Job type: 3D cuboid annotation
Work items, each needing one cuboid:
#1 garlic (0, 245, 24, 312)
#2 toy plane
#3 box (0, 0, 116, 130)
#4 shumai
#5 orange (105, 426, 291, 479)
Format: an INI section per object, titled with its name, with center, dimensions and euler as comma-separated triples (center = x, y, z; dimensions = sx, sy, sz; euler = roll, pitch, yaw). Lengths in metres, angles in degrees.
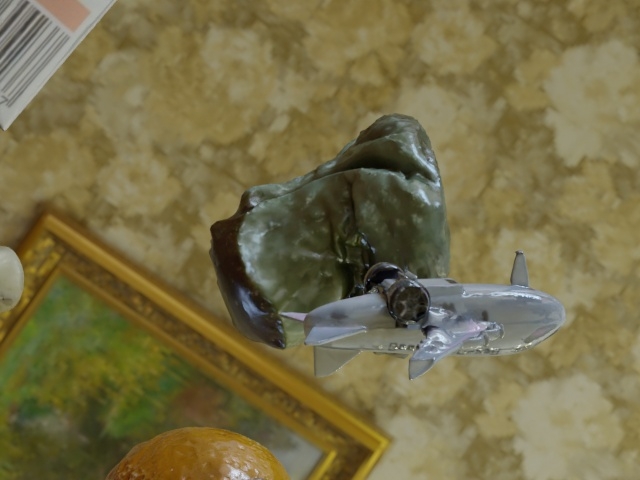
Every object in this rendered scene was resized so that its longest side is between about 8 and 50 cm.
[garlic]
center = -0.206, 0.023, 0.782
dimensions = 0.083, 0.053, 0.041
euler = 110, -20, -82
[toy plane]
center = 0.067, 0.046, 0.784
dimensions = 0.162, 0.171, 0.065
euler = -143, -136, -74
[box]
center = -0.143, -0.149, 0.436
dimensions = 0.135, 0.199, 0.081
euler = -49, -131, -1
[shumai]
center = 0.000, 0.000, 1.505
dimensions = 0.304, 0.264, 0.309
euler = -105, -167, -52
[orange]
center = -0.089, 0.224, 0.948
dimensions = 0.178, 0.155, 0.177
euler = -14, -108, 47
